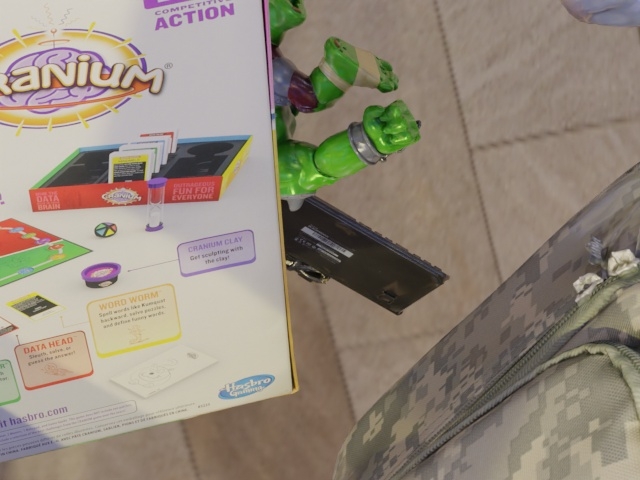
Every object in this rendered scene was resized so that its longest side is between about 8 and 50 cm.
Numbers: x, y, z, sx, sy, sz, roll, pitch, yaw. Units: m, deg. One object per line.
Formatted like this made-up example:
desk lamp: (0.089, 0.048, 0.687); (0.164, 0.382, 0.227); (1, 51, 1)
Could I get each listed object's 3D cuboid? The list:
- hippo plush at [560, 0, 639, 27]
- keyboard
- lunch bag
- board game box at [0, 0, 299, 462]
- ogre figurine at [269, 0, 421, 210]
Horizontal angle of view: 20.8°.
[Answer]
hippo plush: (0.230, -0.247, 0.943); (0.234, 0.294, 0.236); (-11, 114, -17)
keyboard: (0.000, 0.000, 1.317); (0.180, 0.023, 0.108); (31, 147, -15)
lunch bag: (0.114, 0.148, 0.665); (0.213, 0.256, 0.305); (36, 129, -10)
board game box: (-0.138, -0.016, 0.800); (0.242, 0.064, 0.316); (-12, 141, -9)
ogre figurine: (-0.032, -0.110, 1.226); (0.197, 0.097, 0.118); (39, 115, -6)
